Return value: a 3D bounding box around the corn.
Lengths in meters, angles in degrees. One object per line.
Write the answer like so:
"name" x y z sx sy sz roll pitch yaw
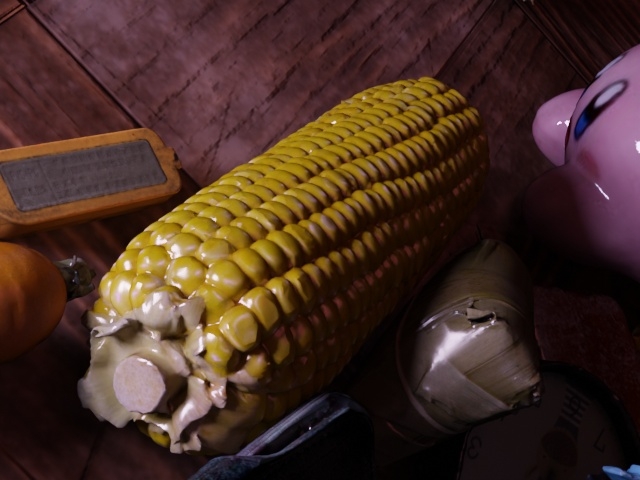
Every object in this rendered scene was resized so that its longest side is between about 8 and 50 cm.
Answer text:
"corn" 0.000 0.000 0.829 0.144 0.144 0.387 53 42 -1

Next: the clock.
"clock" 0.147 0.169 0.877 0.184 0.040 0.184 5 81 -32

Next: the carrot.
"carrot" -0.242 0.057 0.625 0.336 0.069 0.069 -19 77 -45

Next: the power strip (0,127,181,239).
"power strip" -0.157 -0.033 0.789 0.178 0.028 0.049 -15 75 -48

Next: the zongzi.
"zongzi" 0.058 0.075 0.860 0.081 0.178 0.189 53 18 -15

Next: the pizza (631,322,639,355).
"pizza" 0.327 0.096 1.145 0.178 0.041 0.131 36 42 -19

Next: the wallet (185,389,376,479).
"wallet" -0.068 0.202 0.645 0.318 0.045 0.172 -29 125 -48

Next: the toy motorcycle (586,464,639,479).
"toy motorcycle" 0.223 0.275 0.828 0.182 0.123 0.272 -1 93 -25

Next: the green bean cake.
"green bean cake" 0.192 0.105 1.001 0.135 0.056 0.135 8 60 -40

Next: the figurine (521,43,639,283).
"figurine" 0.325 -0.058 1.085 0.261 0.211 0.270 33 37 -8

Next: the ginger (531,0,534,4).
"ginger" 0.172 -0.325 1.264 0.137 0.074 0.213 28 50 -39
